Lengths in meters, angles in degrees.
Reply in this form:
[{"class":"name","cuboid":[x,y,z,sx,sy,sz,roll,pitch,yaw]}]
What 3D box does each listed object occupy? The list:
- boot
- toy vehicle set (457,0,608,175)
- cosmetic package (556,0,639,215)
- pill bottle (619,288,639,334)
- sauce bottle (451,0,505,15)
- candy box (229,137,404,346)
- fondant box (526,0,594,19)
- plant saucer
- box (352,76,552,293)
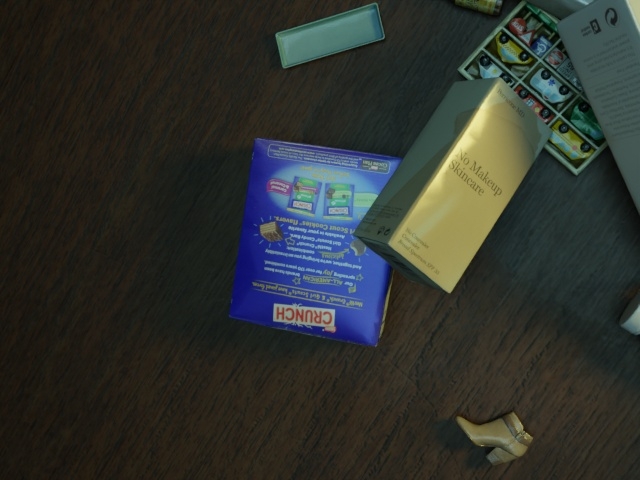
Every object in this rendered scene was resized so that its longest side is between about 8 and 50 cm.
[{"class":"boot","cuboid":[0.298,0.323,1.236,0.087,0.042,0.118,-42,83,5]},{"class":"toy vehicle set","cuboid":[0.382,-0.255,1.197,0.267,0.035,0.166,44,101,9]},{"class":"cosmetic package","cuboid":[0.551,-0.165,1.023,0.230,0.161,0.453,-26,94,-12]},{"class":"pill bottle","cuboid":[0.573,0.152,1.124,0.194,0.108,0.108,32,99,11]},{"class":"sauce bottle","cuboid":[0.248,-0.415,1.224,0.128,0.042,0.042,19,96,15]},{"class":"candy box","cuboid":[0.000,0.000,1.256,0.268,0.122,0.316,10,93,12]},{"class":"fondant box","cuboid":[0.405,-0.536,1.136,0.238,0.096,0.330,32,91,11]},{"class":"plant saucer","cuboid":[0.017,-0.364,1.295,0.192,0.018,0.067,-13,88,15]},{"class":"box","cuboid":[0.207,-0.090,1.135,0.148,0.121,0.311,36,82,-24]}]
